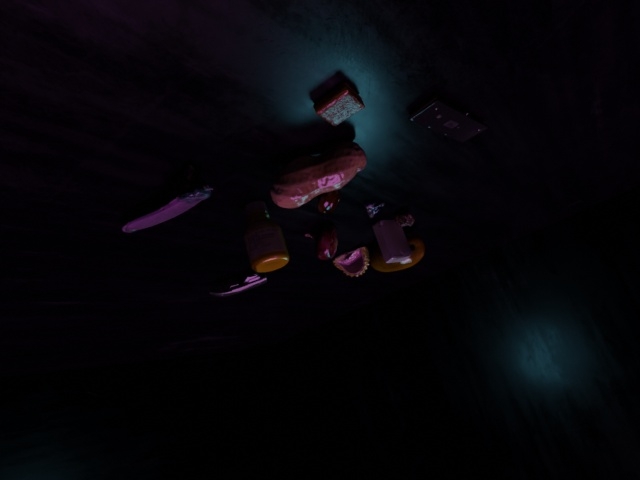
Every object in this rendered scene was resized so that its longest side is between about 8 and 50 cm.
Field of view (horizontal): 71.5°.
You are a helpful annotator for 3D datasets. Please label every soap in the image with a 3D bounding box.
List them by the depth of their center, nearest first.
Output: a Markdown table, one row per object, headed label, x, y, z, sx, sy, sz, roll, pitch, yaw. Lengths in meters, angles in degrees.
| label | x | y | z | sx | sy | sz | roll | pitch | yaw |
| --- | --- | --- | --- | --- | --- | --- | --- | --- | --- |
| soap | 0.310 | 0.000 | 1.914 | 0.121 | 0.183 | 0.064 | -4 | 157 | -32 |

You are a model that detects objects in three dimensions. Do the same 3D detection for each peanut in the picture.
| label | x | y | z | sx | sy | sz | roll | pitch | yaw |
| --- | --- | --- | --- | --- | --- | --- | --- | --- | --- |
| peanut | -0.007 | -0.184 | 1.233 | 0.290 | 0.130 | 0.130 | -23 | 161 | -7 |

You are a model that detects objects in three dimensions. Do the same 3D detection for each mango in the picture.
| label | x | y | z | sx | sy | sz | roll | pitch | yaw |
| --- | --- | --- | --- | --- | --- | --- | --- | --- | --- |
| mango | 0.358 | 0.061 | 2.149 | 0.211 | 0.173 | 0.317 | -29 | -179 | -40 |

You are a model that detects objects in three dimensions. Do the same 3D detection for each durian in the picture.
| label | x | y | z | sx | sy | sz | roll | pitch | yaw |
| --- | --- | --- | --- | --- | --- | --- | --- | --- | --- |
| durian | 0.355 | -0.088 | 1.873 | 0.080 | 0.080 | 0.091 | -31 | 136 | 33 |
| durian | 0.164 | 0.094 | 2.190 | 0.182 | 0.165 | 0.132 | -44 | 114 | 6 |

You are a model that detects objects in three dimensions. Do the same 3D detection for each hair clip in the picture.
| label | x | y | z | sx | sy | sz | roll | pitch | yaw |
| --- | --- | --- | --- | --- | --- | --- | --- | --- | --- |
| hair clip | -0.414 | -0.092 | 1.212 | 0.359 | 0.110 | 0.095 | -28 | 118 | 37 |

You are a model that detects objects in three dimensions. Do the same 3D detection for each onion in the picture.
| label | x | y | z | sx | sy | sz | roll | pitch | yaw |
| --- | --- | --- | --- | --- | --- | --- | --- | --- | --- |
| onion | 0.000 | 0.000 | 1.772 | 0.140 | 0.150 | 0.150 | 11 | 163 | 9 |

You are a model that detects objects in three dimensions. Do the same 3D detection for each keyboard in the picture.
| label | x | y | z | sx | sy | sz | roll | pitch | yaw |
| --- | --- | --- | --- | --- | --- | --- | --- | --- | --- |
| keyboard | 0.376 | -0.346 | 1.277 | 0.106 | 0.027 | 0.317 | -29 | 158 | 38 |

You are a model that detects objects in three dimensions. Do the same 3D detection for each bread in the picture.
| label | x | y | z | sx | sy | sz | roll | pitch | yaw |
| --- | --- | --- | --- | --- | --- | --- | --- | --- | --- |
| bread | 0.045 | -0.319 | 1.045 | 0.094 | 0.035 | 0.090 | -28 | 158 | 27 |

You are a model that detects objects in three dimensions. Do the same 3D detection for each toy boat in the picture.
| label | x | y | z | sx | sy | sz | roll | pitch | yaw |
| --- | --- | --- | --- | --- | --- | --- | --- | --- | --- |
| toy boat | -0.372 | 0.191 | 1.998 | 0.261 | 0.078 | 0.085 | -17 | 137 | -6 |

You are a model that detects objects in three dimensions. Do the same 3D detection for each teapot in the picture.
| label | x | y | z | sx | sy | sz | roll | pitch | yaw |
| --- | --- | --- | --- | --- | --- | --- | --- | --- | --- |
| teapot | 0.017 | -0.139 | 1.460 | 0.098 | 0.078 | 0.129 | -61 | 170 | 2 |

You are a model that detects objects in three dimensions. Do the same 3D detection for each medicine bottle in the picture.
| label | x | y | z | sx | sy | sz | roll | pitch | yaw |
| --- | --- | --- | --- | --- | --- | --- | --- | --- | --- |
| medicine bottle | -0.180 | -0.018 | 1.390 | 0.122 | 0.212 | 0.122 | -16 | 160 | -6 |

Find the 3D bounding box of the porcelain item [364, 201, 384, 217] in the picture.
| label | x | y | z | sx | sy | sz | roll | pitch | yaw |
| --- | --- | --- | --- | --- | --- | --- | --- | --- | --- |
| porcelain item | 0.215 | -0.130 | 1.725 | 0.075 | 0.021 | 0.136 | -25 | 160 | 6 |
